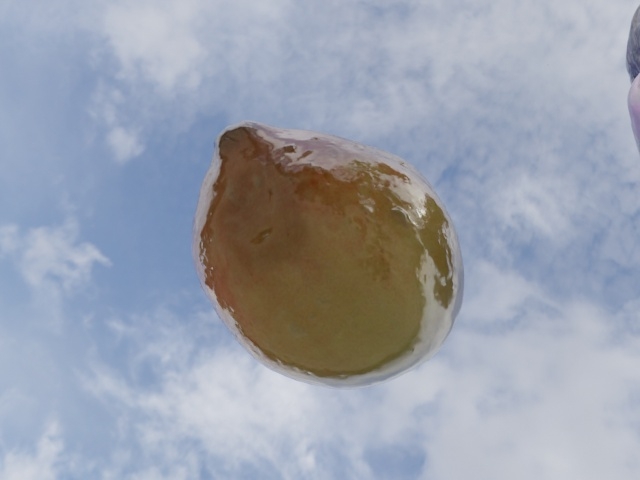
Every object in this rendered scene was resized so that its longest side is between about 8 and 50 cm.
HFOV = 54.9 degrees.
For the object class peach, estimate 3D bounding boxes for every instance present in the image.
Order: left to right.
[{"bbox_3d":[0.000,0.000,0.486,0.232,0.232,0.233,6,-73,19],"label":"peach"}]

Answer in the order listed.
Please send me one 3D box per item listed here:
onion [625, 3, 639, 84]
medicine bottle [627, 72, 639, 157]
[{"bbox_3d":[0.530,-0.238,0.763,0.280,0.281,0.221,-5,-55,21],"label":"onion"},{"bbox_3d":[0.346,-0.029,0.482,0.152,0.152,0.255,-17,-64,24],"label":"medicine bottle"}]
